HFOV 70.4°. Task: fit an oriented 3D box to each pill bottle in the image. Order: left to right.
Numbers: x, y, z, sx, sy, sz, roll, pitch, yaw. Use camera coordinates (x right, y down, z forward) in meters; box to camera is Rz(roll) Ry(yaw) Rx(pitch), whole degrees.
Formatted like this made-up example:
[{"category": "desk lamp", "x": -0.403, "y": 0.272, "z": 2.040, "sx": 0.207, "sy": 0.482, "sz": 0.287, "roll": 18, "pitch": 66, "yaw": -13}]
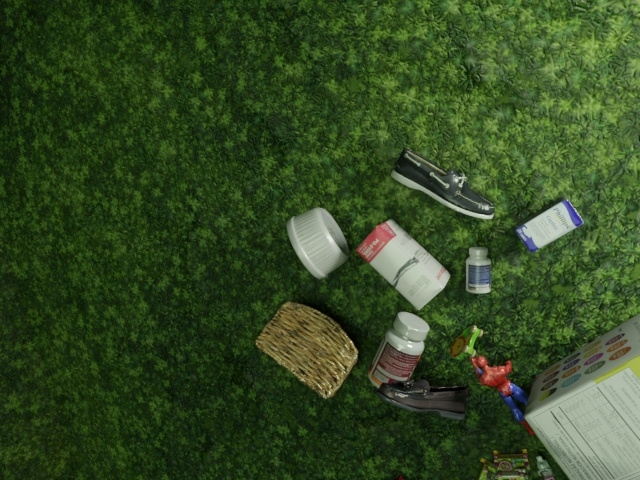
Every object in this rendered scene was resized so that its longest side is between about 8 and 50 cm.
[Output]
[{"category": "pill bottle", "x": 0.233, "y": 0.332, "z": 1.348, "sx": 0.121, "sy": 0.121, "sz": 0.221, "roll": 26, "pitch": 108, "yaw": 17}, {"category": "pill bottle", "x": 0.435, "y": 0.081, "z": 1.249, "sx": 0.067, "sy": 0.067, "sz": 0.120, "roll": 1, "pitch": 100, "yaw": 23}]

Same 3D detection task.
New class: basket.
[{"category": "basket", "x": -0.028, "y": 0.345, "z": 1.478, "sx": 0.299, "sy": 0.223, "sz": 0.214, "roll": 33, "pitch": 77, "yaw": 14}]

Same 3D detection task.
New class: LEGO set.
[{"category": "LEGO set", "x": 0.515, "y": 0.696, "z": 1.300, "sx": 0.287, "sy": 0.107, "sz": 0.132, "roll": -39, "pitch": 83, "yaw": 24}]

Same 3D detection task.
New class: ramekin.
[{"category": "ramekin", "x": 0.000, "y": 0.000, "z": 1.350, "sx": 0.109, "sy": 0.207, "sz": 0.207, "roll": -30, "pitch": 87, "yaw": 14}]

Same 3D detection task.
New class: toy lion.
[{"category": "toy lion", "x": 0.409, "y": 0.293, "z": 1.294, "sx": 0.034, "sy": 0.096, "sz": 0.100, "roll": 31, "pitch": 71, "yaw": -9}]

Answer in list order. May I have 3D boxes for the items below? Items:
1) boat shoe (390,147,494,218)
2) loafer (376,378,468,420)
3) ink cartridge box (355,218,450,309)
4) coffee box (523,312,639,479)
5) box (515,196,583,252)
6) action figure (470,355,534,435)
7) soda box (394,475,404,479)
[{"category": "boat shoe", "x": 0.336, "y": -0.155, "z": 1.225, "sx": 0.302, "sy": 0.114, "sz": 0.091, "roll": 27, "pitch": 114, "yaw": 16}, {"category": "loafer", "x": 0.297, "y": 0.433, "z": 1.294, "sx": 0.302, "sy": 0.109, "sz": 0.095, "roll": 21, "pitch": 89, "yaw": -23}, {"category": "ink cartridge box", "x": 0.236, "y": 0.061, "z": 1.272, "sx": 0.237, "sy": 0.172, "sz": 0.100, "roll": 44, "pitch": 113, "yaw": 10}, {"category": "coffee box", "x": 0.714, "y": 0.410, "z": 1.011, "sx": 0.334, "sy": 0.337, "sz": 0.338, "roll": -43, "pitch": 71, "yaw": 24}, {"category": "box", "x": 0.570, "y": -0.041, "z": 1.138, "sx": 0.137, "sy": 0.126, "sz": 0.072, "roll": -37, "pitch": 83, "yaw": 24}, {"category": "action figure", "x": 0.517, "y": 0.398, "z": 1.268, "sx": 0.091, "sy": 0.139, "sz": 0.280, "roll": -39, "pitch": 105, "yaw": 21}, {"category": "soda box", "x": 0.201, "y": 0.894, "z": 1.480, "sx": 0.092, "sy": 0.083, "sz": 0.263, "roll": 43, "pitch": 112, "yaw": 10}]
